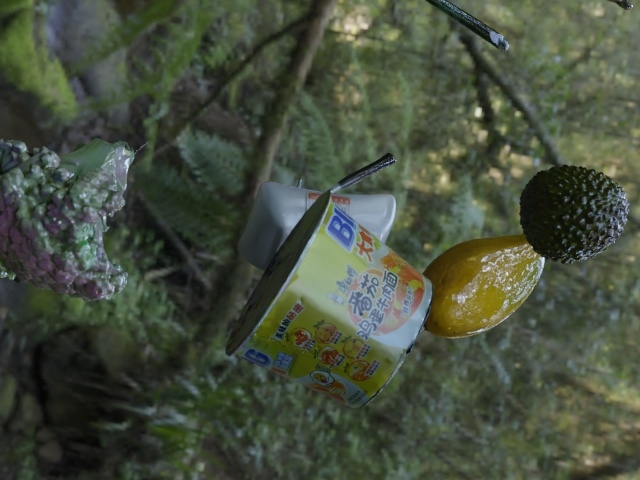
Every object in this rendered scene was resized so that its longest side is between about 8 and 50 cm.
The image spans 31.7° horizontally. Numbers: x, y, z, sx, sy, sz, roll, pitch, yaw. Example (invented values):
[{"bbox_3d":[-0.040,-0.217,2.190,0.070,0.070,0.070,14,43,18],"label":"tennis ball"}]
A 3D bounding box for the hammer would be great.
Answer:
[{"bbox_3d":[0.052,-0.127,2.382,0.246,0.103,0.029,-32,170,-17],"label":"hammer"}]

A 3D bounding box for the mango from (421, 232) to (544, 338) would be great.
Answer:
[{"bbox_3d":[0.306,0.083,2.181,0.177,0.316,0.119,64,-12,-7],"label":"mango"}]

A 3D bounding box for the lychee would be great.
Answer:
[{"bbox_3d":[0.387,-0.041,1.720,0.171,0.171,0.171,12,90,-79],"label":"lychee"}]

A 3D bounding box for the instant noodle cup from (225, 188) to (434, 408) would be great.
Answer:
[{"bbox_3d":[0.015,0.069,1.174,0.205,0.153,0.205,-56,-170,15],"label":"instant noodle cup"}]

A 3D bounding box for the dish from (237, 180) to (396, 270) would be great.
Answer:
[{"bbox_3d":[0.000,0.000,1.622,0.151,0.212,0.077,114,-28,-42],"label":"dish"}]

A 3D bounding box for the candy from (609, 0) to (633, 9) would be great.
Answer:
[{"bbox_3d":[0.346,-0.411,1.616,0.271,0.143,0.101,26,99,-48],"label":"candy"}]

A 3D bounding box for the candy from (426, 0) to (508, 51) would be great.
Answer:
[{"bbox_3d":[0.113,-0.306,1.371,0.097,0.323,0.097,-40,-143,38],"label":"candy"}]

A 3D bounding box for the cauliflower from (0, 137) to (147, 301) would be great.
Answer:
[{"bbox_3d":[-0.340,-0.058,1.538,0.315,0.256,0.239,-54,160,-29],"label":"cauliflower"}]
